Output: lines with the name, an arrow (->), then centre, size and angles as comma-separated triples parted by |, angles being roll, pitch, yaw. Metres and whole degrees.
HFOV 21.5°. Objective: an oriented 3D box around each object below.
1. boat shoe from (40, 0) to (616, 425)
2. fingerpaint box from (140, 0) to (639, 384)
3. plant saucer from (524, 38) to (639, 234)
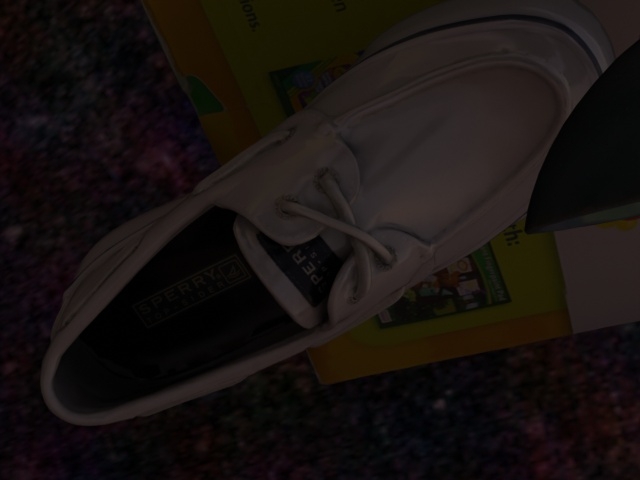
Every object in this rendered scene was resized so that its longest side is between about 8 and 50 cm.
boat shoe -> 0.000, 0.000, 0.642 | 0.095, 0.258, 0.084 | 48, 25, -13
fingerpaint box -> 0.107, -0.174, 0.709 | 0.163, 0.371, 0.445 | -87, 158, -48
plant saucer -> 0.202, -0.053, 0.408 | 0.318, 0.317, 0.043 | -9, 86, -36
